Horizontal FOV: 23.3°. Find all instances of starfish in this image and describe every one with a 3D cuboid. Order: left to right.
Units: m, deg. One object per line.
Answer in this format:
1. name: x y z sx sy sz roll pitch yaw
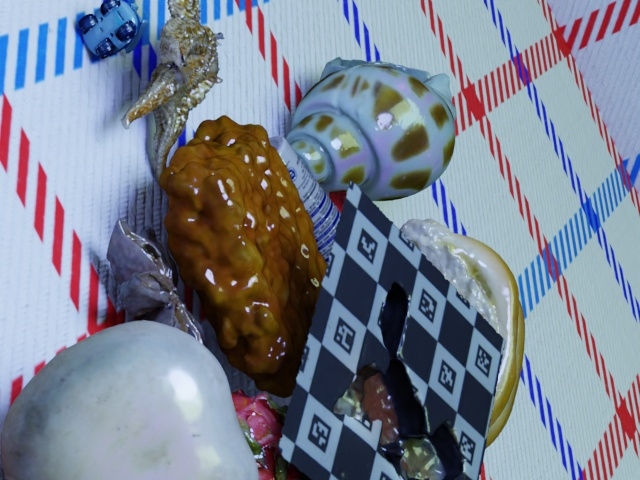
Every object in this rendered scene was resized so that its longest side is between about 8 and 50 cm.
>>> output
1. starfish: -0.168 -0.230 1.877 0.293 0.084 0.301 -77 172 -46

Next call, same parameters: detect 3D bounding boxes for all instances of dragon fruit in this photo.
1. dragon fruit: -0.095 0.231 1.670 0.172 0.160 0.166 62 2 19

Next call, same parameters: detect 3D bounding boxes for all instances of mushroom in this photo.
1. mushroom: -0.186 0.208 1.513 0.254 0.234 0.260 23 85 -14

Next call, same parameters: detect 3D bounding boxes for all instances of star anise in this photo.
1. star anise: -0.182 0.073 1.705 0.172 0.063 0.208 -46 111 -84

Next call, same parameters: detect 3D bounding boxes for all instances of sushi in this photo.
1. sushi: 0.072 0.174 1.784 0.343 0.064 0.359 44 47 -35

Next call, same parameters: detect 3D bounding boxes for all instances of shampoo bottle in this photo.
1. shampoo bottle: 0.000 0.000 2.083 0.303 0.092 0.092 52 31 -25

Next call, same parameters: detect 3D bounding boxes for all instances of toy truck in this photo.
1. toy truck: -0.244 -0.254 1.880 0.056 0.073 0.090 58 15 10

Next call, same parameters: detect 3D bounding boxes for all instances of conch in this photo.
1. conch: 0.067 -0.164 2.225 0.249 0.197 0.368 36 18 31

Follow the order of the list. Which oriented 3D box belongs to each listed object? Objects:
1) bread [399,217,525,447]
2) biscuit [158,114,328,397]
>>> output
1. bread: 0.173 0.158 2.066 0.270 0.211 0.315 57 47 -60
2. biscuit: -0.081 0.019 1.850 0.312 0.110 0.318 -62 134 -72
